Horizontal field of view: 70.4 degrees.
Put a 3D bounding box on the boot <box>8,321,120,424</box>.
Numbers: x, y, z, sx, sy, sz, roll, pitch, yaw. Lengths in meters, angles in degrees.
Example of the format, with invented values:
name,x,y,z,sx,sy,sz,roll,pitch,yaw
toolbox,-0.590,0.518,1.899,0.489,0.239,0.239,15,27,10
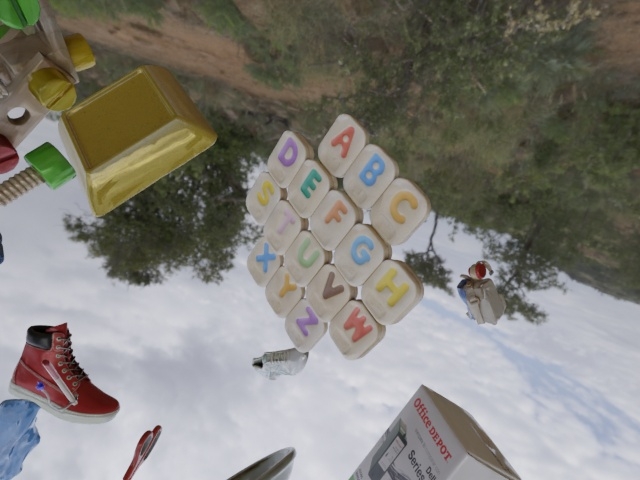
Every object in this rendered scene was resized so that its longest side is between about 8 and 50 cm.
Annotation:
name,x,y,z,sx,sy,sz,roll,pitch,yaw
boot,-0.533,0.278,0.978,0.244,0.176,0.088,21,-176,2

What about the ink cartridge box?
name,x,y,z,sx,sy,sz,roll,pitch,yaw
ink cartridge box,0.156,0.404,0.726,0.114,0.273,0.198,34,-175,-12

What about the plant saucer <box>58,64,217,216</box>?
name,x,y,z,sx,sy,sz,roll,pitch,yaw
plant saucer,-0.459,-0.268,1.071,0.333,0.332,0.081,52,174,29

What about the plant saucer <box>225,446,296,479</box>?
name,x,y,z,sx,sy,sz,roll,pitch,yaw
plant saucer,-0.219,0.668,1.136,0.101,0.400,0.400,59,-158,13

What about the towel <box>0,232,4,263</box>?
name,x,y,z,sx,sy,sz,roll,pitch,yaw
towel,-0.600,-0.003,0.812,0.119,0.029,0.067,37,158,45

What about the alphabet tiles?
name,x,y,z,sx,sy,sz,roll,pitch,yaw
alphabet tiles,0.000,0.000,0.572,0.021,0.278,0.284,-3,-131,-48

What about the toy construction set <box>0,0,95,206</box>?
name,x,y,z,sx,sy,sz,roll,pitch,yaw
toy construction set,-0.302,-0.226,0.432,0.308,0.237,0.258,23,147,44

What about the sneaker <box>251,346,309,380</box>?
name,x,y,z,sx,sy,sz,roll,pitch,yaw
sneaker,-0.085,0.253,0.941,0.061,0.152,0.054,34,-138,-30

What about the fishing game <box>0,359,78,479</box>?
name,x,y,z,sx,sy,sz,roll,pitch,yaw
fishing game,-0.406,0.259,0.517,0.041,0.189,0.264,29,-128,14

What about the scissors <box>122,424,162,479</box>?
name,x,y,z,sx,sy,sz,roll,pitch,yaw
scissors,-0.499,0.624,1.170,0.021,0.297,0.109,22,162,7

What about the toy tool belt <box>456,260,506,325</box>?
name,x,y,z,sx,sy,sz,roll,pitch,yaw
toy tool belt,0.194,0.067,0.574,0.052,0.083,0.051,-38,-163,-35
